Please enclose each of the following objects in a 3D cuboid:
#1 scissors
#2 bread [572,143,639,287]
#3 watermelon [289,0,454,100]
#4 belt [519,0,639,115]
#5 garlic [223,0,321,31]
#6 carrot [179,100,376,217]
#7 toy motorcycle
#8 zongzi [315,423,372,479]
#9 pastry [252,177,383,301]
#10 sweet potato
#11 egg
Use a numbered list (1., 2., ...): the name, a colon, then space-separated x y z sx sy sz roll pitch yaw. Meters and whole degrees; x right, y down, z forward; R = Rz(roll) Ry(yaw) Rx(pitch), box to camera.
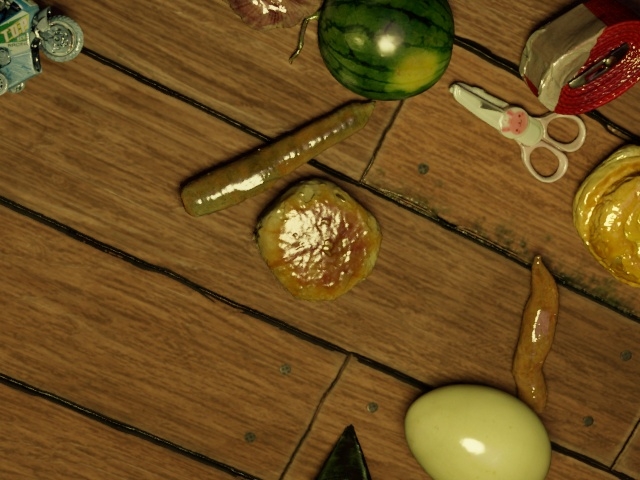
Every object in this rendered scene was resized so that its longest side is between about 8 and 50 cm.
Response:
1. scissors: 0.308 -0.187 1.822 0.242 0.030 0.118 26 100 -17
2. bread: 0.524 -0.032 1.846 0.198 0.120 0.236 -44 105 7
3. watermelon: 0.094 -0.310 1.712 0.232 0.127 0.204 22 104 -7
4. belt: 0.408 -0.288 1.764 0.201 0.124 0.128 -31 126 6
5. garlic: -0.071 -0.381 1.681 0.159 0.102 0.147 15 99 -11
6. carrot: -0.059 -0.127 1.771 0.342 0.070 0.070 -27 107 -2
7. toy motorcycle: -0.475 -0.281 1.661 0.254 0.092 0.136 -27 98 9
8. zongzi: 0.021 0.520 1.905 0.319 0.362 0.383 10 141 -12
9. pastry: 0.000 0.000 1.796 0.182 0.093 0.192 -39 106 1
10. sweet potato: 0.361 0.151 1.902 0.067 0.059 0.281 -2 106 -20
11. egg: 0.257 0.330 1.869 0.253 0.188 0.189 26 100 -9
